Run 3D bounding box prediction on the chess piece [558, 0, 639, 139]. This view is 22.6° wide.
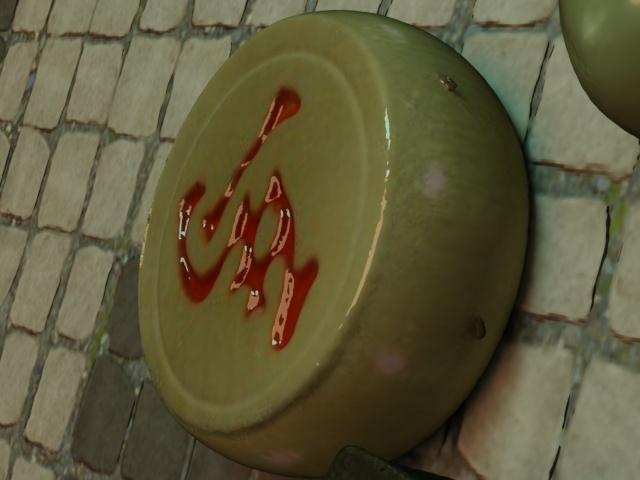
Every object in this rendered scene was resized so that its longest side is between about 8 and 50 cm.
[{"bbox_3d":[0.157,-0.197,0.732,0.182,0.182,0.330,-32,56,43],"label":"chess piece"}]

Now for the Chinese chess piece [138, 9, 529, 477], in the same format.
[{"bbox_3d":[0.000,0.000,0.912,0.273,0.102,0.273,-26,55,46],"label":"Chinese chess piece"}]

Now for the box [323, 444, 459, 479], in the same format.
[{"bbox_3d":[0.097,0.219,0.648,0.273,0.143,0.184,23,95,57],"label":"box"}]
